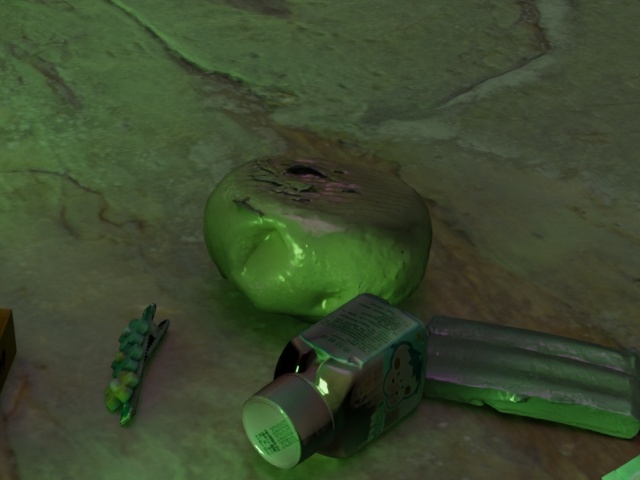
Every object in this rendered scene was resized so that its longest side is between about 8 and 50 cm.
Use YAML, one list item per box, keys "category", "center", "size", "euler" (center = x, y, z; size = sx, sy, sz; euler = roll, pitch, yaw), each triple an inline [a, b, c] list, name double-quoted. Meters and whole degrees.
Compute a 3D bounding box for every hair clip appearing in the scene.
- category: "hair clip"
  center: [-0.200, 0.128, 1.418]
  size: [0.049, 0.049, 0.173]
  euler: [4, 35, 5]

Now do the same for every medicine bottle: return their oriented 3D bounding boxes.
- category: "medicine bottle"
  center: [0.015, 0.145, 1.322]
  size: [0.094, 0.119, 0.188]
  euler: [27, 41, 33]

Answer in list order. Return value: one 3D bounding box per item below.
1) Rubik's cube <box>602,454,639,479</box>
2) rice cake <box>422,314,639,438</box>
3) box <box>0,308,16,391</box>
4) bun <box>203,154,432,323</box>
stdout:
- category: "Rubik's cube"
  center: [0.302, 0.245, 1.231]
  size: [0.084, 0.073, 0.075]
  euler: [-22, 40, 8]
- category: "rice cake"
  center: [0.221, 0.141, 1.407]
  size: [0.237, 0.043, 0.127]
  euler: [8, 35, 12]
- category: "box"
  center: [-0.449, 0.130, 1.377]
  size: [0.237, 0.070, 0.152]
  euler: [1, 34, 2]
- category: "bun"
  center: [-0.004, -0.002, 1.513]
  size: [0.273, 0.168, 0.273]
  euler: [8, 23, -3]
